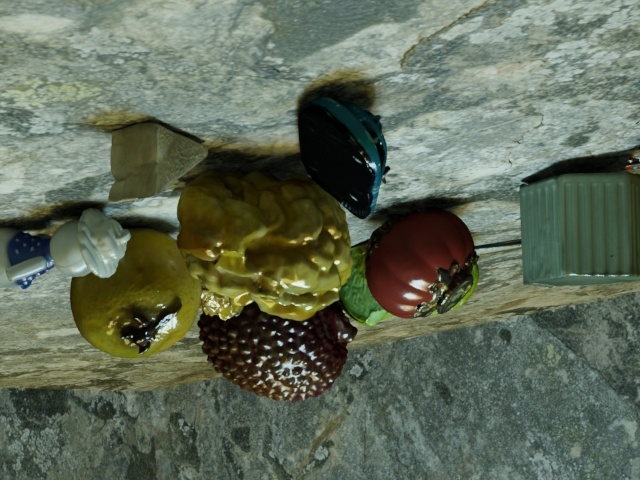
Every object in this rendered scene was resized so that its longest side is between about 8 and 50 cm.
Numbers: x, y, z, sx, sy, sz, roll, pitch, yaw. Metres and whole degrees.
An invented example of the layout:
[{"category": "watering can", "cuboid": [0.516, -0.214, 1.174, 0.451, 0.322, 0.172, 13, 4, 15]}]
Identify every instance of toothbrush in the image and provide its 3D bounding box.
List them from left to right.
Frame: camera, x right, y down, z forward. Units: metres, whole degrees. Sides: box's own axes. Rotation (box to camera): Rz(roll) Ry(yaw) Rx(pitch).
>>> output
[{"category": "toothbrush", "cuboid": [0.451, 0.011, 2.560, 0.297, 0.030, 0.030, -8, 142, 7]}]

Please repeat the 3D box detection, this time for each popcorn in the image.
[{"category": "popcorn", "cuboid": [-0.102, -0.007, 1.728, 0.265, 0.225, 0.332, 10, 175, 43]}]

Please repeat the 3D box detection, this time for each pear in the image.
[{"category": "pear", "cuboid": [0.201, 0.084, 2.408, 0.282, 0.176, 0.286, -1, 167, -36]}]

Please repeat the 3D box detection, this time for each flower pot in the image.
[{"category": "flower pot", "cuboid": [0.476, -0.015, 2.016, 0.209, 0.189, 0.239, 2, 173, -26]}]

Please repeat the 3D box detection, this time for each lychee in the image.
[{"category": "lychee", "cuboid": [-0.086, 0.192, 2.331, 0.330, 0.306, 0.306, -8, 168, 15]}]

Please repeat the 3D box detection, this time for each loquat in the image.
[{"category": "loquat", "cuboid": [-0.321, 0.095, 1.966, 0.244, 0.244, 0.244, -8, 167, -2]}]

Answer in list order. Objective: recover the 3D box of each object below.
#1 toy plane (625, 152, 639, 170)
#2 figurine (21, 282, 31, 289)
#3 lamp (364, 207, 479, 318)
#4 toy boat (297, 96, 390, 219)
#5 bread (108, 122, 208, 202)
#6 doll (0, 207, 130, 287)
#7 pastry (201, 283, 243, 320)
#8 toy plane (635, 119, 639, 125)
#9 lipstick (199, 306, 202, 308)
[{"category": "toy plane", "cuboid": [0.595, -0.134, 1.938, 0.130, 0.061, 0.189, -14, 170, 22]}, {"category": "figurine", "cuboid": [-0.562, 0.038, 1.967, 0.149, 0.087, 0.086, 6, -175, 0]}, {"category": "lamp", "cuboid": [0.186, 0.039, 2.142, 0.227, 0.227, 0.227, -8, 167, -2]}, {"category": "toy boat", "cuboid": [0.048, -0.130, 1.554, 0.092, 0.134, 0.299, -44, 170, -11]}, {"category": "bread", "cuboid": [-0.215, -0.091, 1.521, 0.077, 0.105, 0.152, -7, 168, 25]}, {"category": "doll", "cuboid": [-0.441, 0.019, 1.846, 0.293, 0.119, 0.138, -12, -159, 17]}, {"category": "pastry", "cuboid": [-0.183, 0.057, 2.112, 0.102, 0.154, 0.250, -4, 160, -9]}, {"category": "toy plane", "cuboid": [0.571, -0.198, 1.576, 0.244, 0.092, 0.229, -2, 152, -13]}, {"category": "lipstick", "cuboid": [-0.222, 0.122, 2.591, 0.145, 0.045, 0.045, -19, 162, 41]}]
